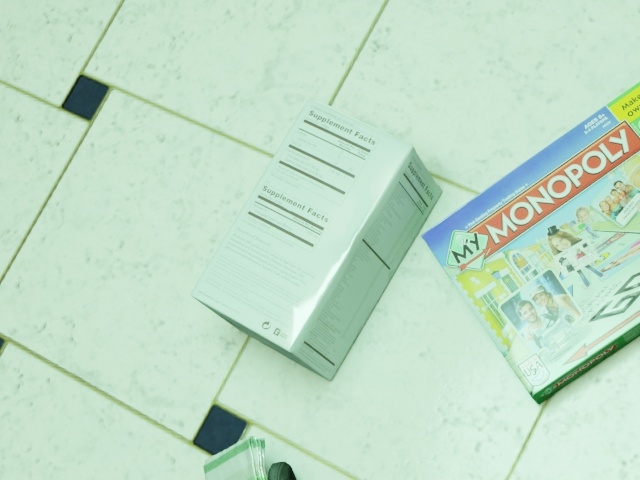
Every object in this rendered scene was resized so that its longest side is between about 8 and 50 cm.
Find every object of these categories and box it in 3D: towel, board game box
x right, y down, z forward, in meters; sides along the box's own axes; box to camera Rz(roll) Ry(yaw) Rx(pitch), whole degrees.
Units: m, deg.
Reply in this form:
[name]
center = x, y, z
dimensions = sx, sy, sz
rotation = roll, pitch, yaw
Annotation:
[towel]
center = -0.079, 0.287, 1.402
dimensions = 0.113, 0.023, 0.152
rotation = -37, 57, 50
[board game box]
center = 0.290, -0.010, 1.385
dimensions = 0.317, 0.046, 0.213
rotation = -36, 64, 5

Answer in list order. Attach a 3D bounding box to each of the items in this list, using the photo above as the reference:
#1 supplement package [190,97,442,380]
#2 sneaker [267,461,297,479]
[supplement package]
center = 0.000, 0.000, 1.435
dimensions = 0.134, 0.139, 0.244
rotation = 27, 81, 25
[sneaker]
center = 0.004, 0.301, 1.379
dimensions = 0.089, 0.051, 0.170
rotation = -15, 72, 14
